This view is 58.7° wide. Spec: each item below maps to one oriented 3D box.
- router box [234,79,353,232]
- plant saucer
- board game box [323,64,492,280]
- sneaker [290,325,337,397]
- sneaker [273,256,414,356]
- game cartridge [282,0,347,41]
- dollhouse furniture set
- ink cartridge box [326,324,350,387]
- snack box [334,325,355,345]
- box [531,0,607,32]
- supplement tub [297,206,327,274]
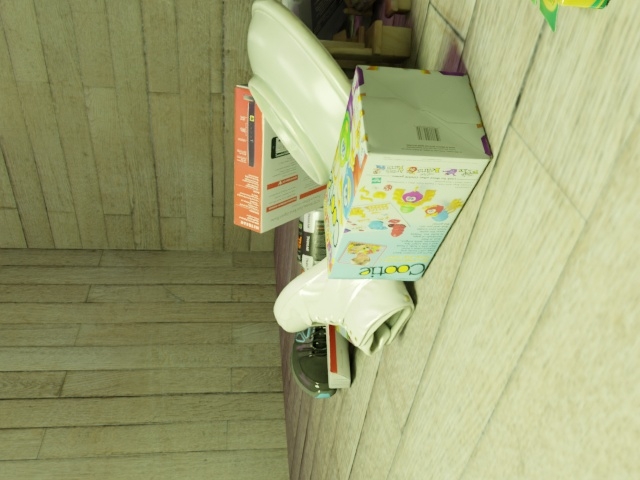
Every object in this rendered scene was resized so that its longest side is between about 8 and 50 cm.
[{"bbox_3d":[-0.055,-0.209,1.293,0.335,0.082,0.301,-27,-52,-51],"label":"router box"},{"bbox_3d":[-0.022,-0.207,0.966,0.400,0.100,0.400,54,177,4],"label":"plant saucer"},{"bbox_3d":[0.094,-0.074,0.756,0.275,0.144,0.142,105,164,-56],"label":"board game box"},{"bbox_3d":[-0.015,0.251,1.509,0.341,0.125,0.140,-101,19,-45],"label":"sneaker"},{"bbox_3d":[0.031,0.127,0.955,0.292,0.108,0.169,-43,55,39],"label":"sneaker"},{"bbox_3d":[0.005,-0.513,1.194,0.294,0.060,0.196,-60,-23,-31],"label":"game cartridge"},{"bbox_3d":[0.046,-0.484,1.023,0.303,0.173,0.356,-144,55,-79],"label":"dollhouse furniture set"},{"bbox_3d":[0.040,0.216,1.283,0.232,0.066,0.189,98,170,-63],"label":"ink cartridge box"},{"bbox_3d":[0.075,0.103,1.109,0.207,0.070,0.175,168,101,-83],"label":"snack box"},{"bbox_3d":[0.201,-0.256,0.414,0.179,0.043,0.105,104,164,-48],"label":"box"},{"bbox_3d":[0.000,0.000,1.454,0.117,0.117,0.191,-120,33,-74],"label":"supplement tub"}]
